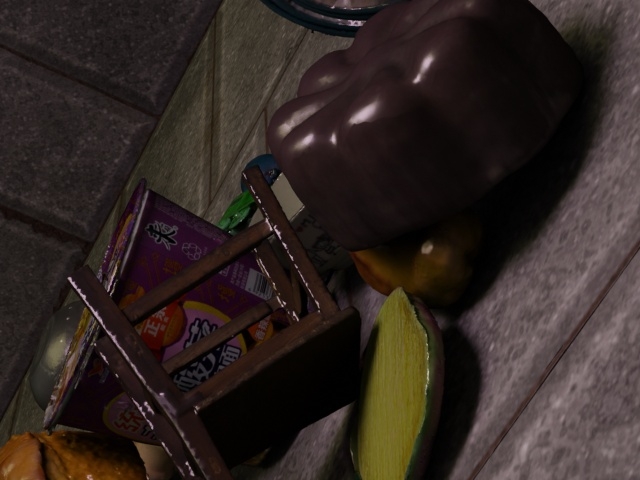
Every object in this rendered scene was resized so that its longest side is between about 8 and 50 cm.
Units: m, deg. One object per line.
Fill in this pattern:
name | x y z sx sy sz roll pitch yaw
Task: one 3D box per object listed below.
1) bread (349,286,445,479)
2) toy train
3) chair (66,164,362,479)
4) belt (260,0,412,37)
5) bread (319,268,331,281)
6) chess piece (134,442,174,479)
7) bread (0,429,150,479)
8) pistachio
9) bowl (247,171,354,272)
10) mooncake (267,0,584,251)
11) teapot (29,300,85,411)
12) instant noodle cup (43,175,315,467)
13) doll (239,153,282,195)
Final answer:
bread | 0.075 0.159 1.473 0.228 0.033 0.228 -169 90 -77
toy train | -0.063 -0.050 2.169 0.251 0.085 0.119 -31 21 45
chair | -0.048 0.169 1.575 0.240 0.416 0.203 -30 -27 -16
belt | 0.074 -0.412 1.876 0.436 0.300 0.173 -28 42 61
bread | 0.000 0.000 1.997 0.126 0.044 0.129 -64 19 13
chess piece | -0.262 0.347 2.235 0.397 0.117 0.117 -56 18 26
bread | -0.328 0.435 1.938 0.398 0.215 0.398 176 90 -71
pistachio | 0.107 0.008 1.538 0.110 0.100 0.189 -52 18 -20
bowl | 0.013 -0.040 1.839 0.211 0.112 0.211 -48 14 16
mooncake | 0.096 -0.131 1.489 0.306 0.154 0.306 -36 20 16
teapot | -0.308 0.205 2.318 0.183 0.251 0.183 -57 19 32
instant noodle cup | -0.165 0.125 1.903 0.340 0.266 0.340 -158 90 -79
doll | -0.083 -0.080 2.321 0.152 0.085 0.114 123 151 -67
